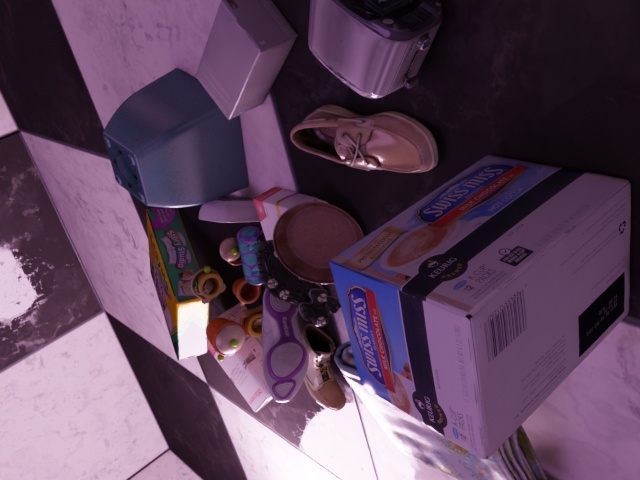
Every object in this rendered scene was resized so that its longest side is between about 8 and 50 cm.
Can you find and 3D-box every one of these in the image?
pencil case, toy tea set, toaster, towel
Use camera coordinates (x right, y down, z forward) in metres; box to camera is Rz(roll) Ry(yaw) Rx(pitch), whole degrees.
[{"bbox_3d":[-0.172,0.040,1.730,0.070,0.064,0.151,-4,127,5],"label":"pencil case"},{"bbox_3d":[-0.231,0.158,1.801,0.124,0.200,0.335,22,130,57],"label":"toy tea set"},{"bbox_3d":[0.066,-0.320,0.995,0.227,0.129,0.146,43,149,20],"label":"toaster"},{"bbox_3d":[0.225,0.347,1.269,0.375,0.090,0.320,11,139,45],"label":"towel"}]

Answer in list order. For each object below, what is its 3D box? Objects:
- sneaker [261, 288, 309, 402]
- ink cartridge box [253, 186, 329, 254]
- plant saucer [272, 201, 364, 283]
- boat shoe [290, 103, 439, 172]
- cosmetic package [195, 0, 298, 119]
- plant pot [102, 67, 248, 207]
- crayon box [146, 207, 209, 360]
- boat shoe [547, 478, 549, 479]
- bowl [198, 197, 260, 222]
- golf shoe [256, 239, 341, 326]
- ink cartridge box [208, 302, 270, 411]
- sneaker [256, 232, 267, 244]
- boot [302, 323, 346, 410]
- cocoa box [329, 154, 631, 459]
[{"bbox_3d":[-0.093,0.267,1.707,0.152,0.114,0.304,102,167,-62],"label":"sneaker"},{"bbox_3d":[-0.055,-0.041,1.484,0.198,0.067,0.115,17,131,47],"label":"ink cartridge box"},{"bbox_3d":[0.000,0.000,1.402,0.199,0.036,0.198,7,121,11],"label":"plant saucer"},{"bbox_3d":[0.069,-0.167,1.159,0.302,0.098,0.109,24,136,43],"label":"boat shoe"},{"bbox_3d":[-0.149,-0.356,1.296,0.127,0.107,0.238,55,147,4],"label":"cosmetic package"},{"bbox_3d":[-0.353,-0.215,1.568,0.247,0.252,0.247,32,142,34],"label":"plant pot"},{"bbox_3d":[-0.438,0.127,2.034,0.313,0.106,0.362,101,149,-49],"label":"crayon box"},{"bbox_3d":[0.459,0.548,1.266,0.355,0.132,0.130,35,154,47],"label":"boat shoe"},{"bbox_3d":[-0.213,-0.074,1.628,0.142,0.142,0.053,12,102,52],"label":"bowl"},{"bbox_3d":[-0.069,0.092,1.539,0.272,0.105,0.120,51,174,-34],"label":"golf shoe"},{"bbox_3d":[-0.221,0.359,2.045,0.283,0.117,0.207,51,149,11],"label":"ink cartridge box"},{"bbox_3d":[-0.113,0.047,1.641,0.072,0.077,0.178,15,131,50],"label":"sneaker"},{"bbox_3d":[0.007,0.330,1.732,0.213,0.077,0.165,53,149,19],"label":"boot"},{"bbox_3d":[0.226,0.065,0.906,0.228,0.347,0.231,22,135,46],"label":"cocoa box"}]
